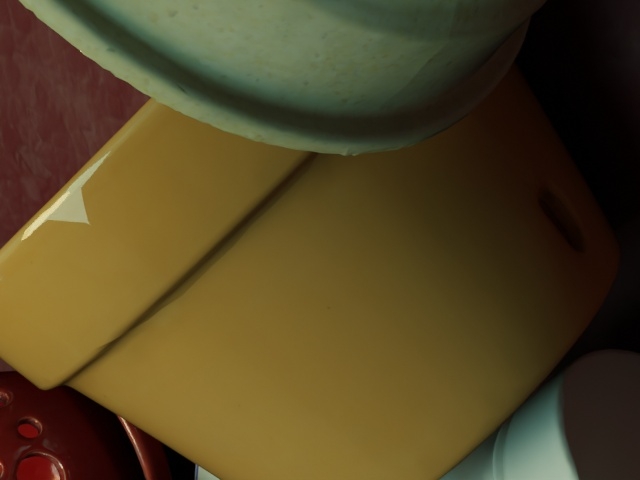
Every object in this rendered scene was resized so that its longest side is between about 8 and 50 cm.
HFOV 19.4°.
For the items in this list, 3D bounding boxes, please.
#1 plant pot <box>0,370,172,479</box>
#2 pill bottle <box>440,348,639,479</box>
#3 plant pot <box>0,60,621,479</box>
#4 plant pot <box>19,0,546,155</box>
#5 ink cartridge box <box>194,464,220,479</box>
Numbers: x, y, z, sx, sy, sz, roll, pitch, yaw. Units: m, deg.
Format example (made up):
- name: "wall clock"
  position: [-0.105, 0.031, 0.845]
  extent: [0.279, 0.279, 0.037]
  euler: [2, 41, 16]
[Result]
- name: "plant pot"
  position: [-0.209, 0.178, 1.290]
  extent: [0.191, 0.174, 0.191]
  euler: [34, 136, 39]
- name: "pill bottle"
  position: [0.083, 0.184, 0.934]
  extent: [0.160, 0.160, 0.283]
  euler: [53, 130, 12]
- name: "plant pot"
  position: [0.000, 0.000, 0.871]
  extent: [0.203, 0.291, 0.291]
  euler: [46, 144, -5]
- name: "plant pot"
  position: [0.050, -0.245, 0.634]
  extent: [0.305, 0.334, 0.334]
  euler: [-34, 85, 43]
- name: "ink cartridge box"
  position: [0.006, 0.173, 1.145]
  extent: [0.208, 0.045, 0.206]
  euler: [35, 136, 30]
